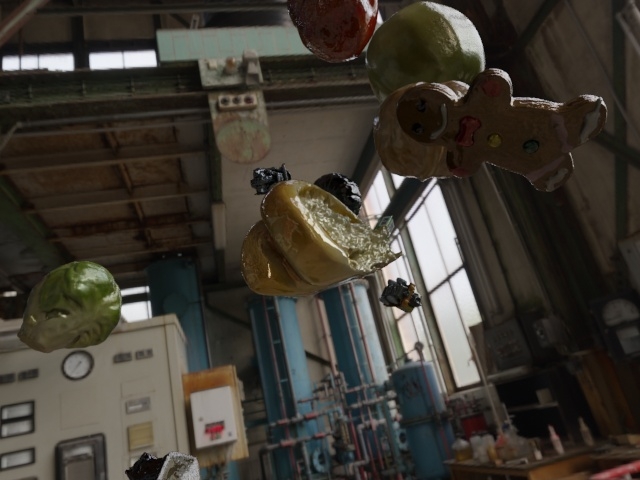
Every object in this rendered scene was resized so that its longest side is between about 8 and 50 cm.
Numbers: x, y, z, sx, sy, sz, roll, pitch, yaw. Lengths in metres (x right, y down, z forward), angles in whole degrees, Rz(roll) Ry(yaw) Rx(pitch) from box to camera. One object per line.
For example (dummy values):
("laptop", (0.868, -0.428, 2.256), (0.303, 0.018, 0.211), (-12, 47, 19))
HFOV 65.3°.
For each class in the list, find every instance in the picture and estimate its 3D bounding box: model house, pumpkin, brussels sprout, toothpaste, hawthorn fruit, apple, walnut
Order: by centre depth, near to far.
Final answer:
("model house", (-0.353, 0.536, 1.026), (0.164, 0.141, 0.203), (-30, 14, 17))
("walnut", (0.295, -0.300, 1.389), (0.297, 0.285, 0.285), (4, -21, 1))
("toothpaste", (0.184, -0.016, 1.517), (0.037, 0.043, 0.178), (-5, 27, 27))
("hawthorn fruit", (0.049, -0.679, 1.520), (0.287, 0.286, 0.330), (-18, -18, 12))
("brussels sprout", (-0.774, 0.220, 1.579), (0.243, 0.316, 0.273), (28, -11, 17))
("pumpkin", (0.041, -0.127, 1.665), (0.202, 0.201, 0.140), (-22, -22, 21))
("apple", (0.414, -0.678, 1.960), (0.474, 0.473, 0.473), (-12, -21, -4))

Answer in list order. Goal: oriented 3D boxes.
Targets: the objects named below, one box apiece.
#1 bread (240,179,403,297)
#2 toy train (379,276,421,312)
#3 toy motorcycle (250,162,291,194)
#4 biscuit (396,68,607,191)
("bread", (0.008, 0.025, 1.169), (0.245, 0.329, 0.424), (-63, -17, 11))
("toy train", (0.283, 0.195, 1.715), (0.127, 0.089, 0.219), (28, -13, -8))
("toy motorcycle", (-0.177, -0.220, 1.809), (0.159, 0.106, 0.270), (-11, 7, -8))
("biscuit", (0.379, -0.242, 1.133), (0.432, 0.064, 0.283), (17, -43, 7))
